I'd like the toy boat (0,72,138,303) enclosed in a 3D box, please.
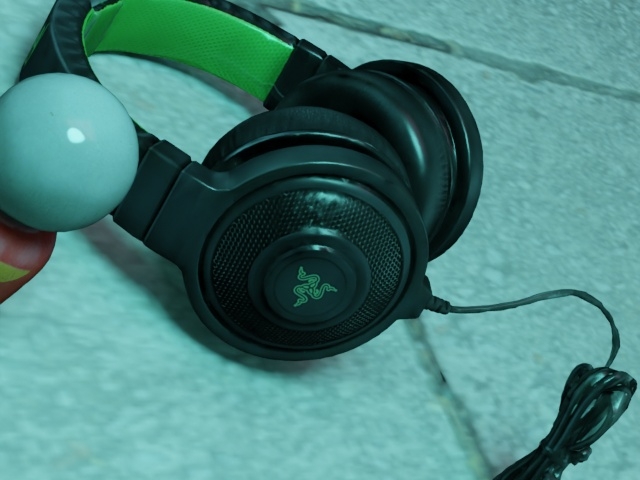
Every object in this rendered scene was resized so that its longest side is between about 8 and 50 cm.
[{"bbox_3d":[-0.196,0.018,0.546,0.267,0.148,0.318,52,32,5],"label":"toy boat"}]

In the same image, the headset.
[{"bbox_3d":[0.000,0.000,0.860,0.394,0.185,0.243,34,27,5],"label":"headset"}]
